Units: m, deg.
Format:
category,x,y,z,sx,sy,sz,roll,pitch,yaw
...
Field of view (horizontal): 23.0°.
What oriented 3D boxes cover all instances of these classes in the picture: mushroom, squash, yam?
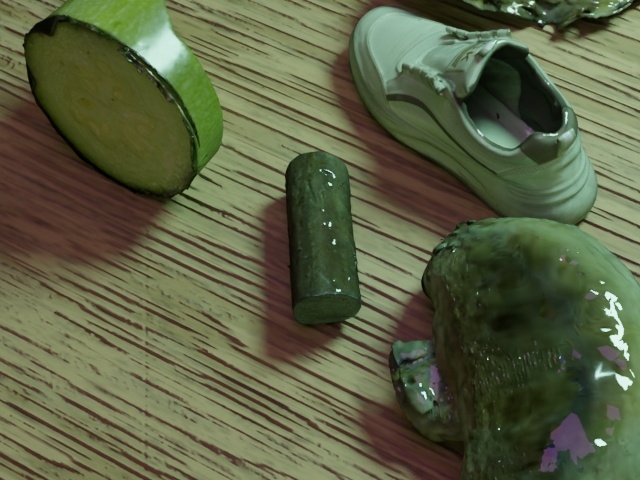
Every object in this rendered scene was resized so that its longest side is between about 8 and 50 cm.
category,x,y,z,sx,sy,sz,roll,pitch,yaw
mushroom,0.182,0.118,1.341,0.248,0.130,0.344,2,57,2
squash,-0.168,-0.149,1.505,0.220,0.220,0.133,35,56,24
yam,0.000,0.000,1.473,0.068,0.068,0.169,-5,53,2

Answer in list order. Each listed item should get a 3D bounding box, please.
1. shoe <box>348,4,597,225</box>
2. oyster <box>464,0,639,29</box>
category,x,y,z,sx,sy,sz,roll,pitch,yaw
shoe,0.141,-0.150,1.503,0.124,0.159,0.316,-40,65,-18
oyster,0.248,-0.335,1.637,0.351,0.114,0.237,-3,57,3
